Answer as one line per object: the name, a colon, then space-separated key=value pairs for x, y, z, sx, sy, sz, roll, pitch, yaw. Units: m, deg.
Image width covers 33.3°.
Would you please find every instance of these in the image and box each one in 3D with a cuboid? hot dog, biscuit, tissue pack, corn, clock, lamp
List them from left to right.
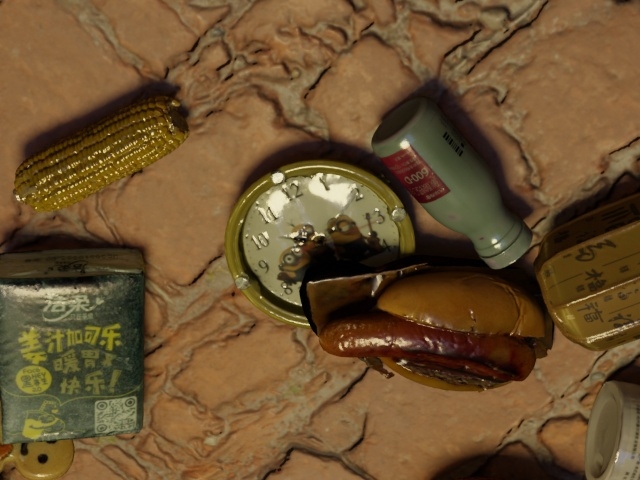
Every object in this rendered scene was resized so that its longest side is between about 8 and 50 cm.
biscuit: x=-0.444 y=0.255 z=1.450 sx=0.234 sy=0.153 sz=0.030 roll=24 pitch=149 yaw=2
tissue pack: x=-0.321 y=0.140 z=1.382 sx=0.185 sy=0.081 sz=0.257 roll=-2 pitch=119 yaw=-15
corn: x=-0.262 y=-0.101 z=1.273 sx=0.238 sy=0.080 sz=0.080 roll=-23 pitch=114 yaw=14
clock: x=0.000 y=0.000 z=1.316 sx=0.237 sy=0.057 sz=0.237 roll=1 pitch=118 yaw=3
hot dog: x=0.143 y=0.122 z=1.298 sx=0.326 sy=0.107 sz=0.194 roll=-5 pitch=124 yaw=-5
lamp: x=0.354 y=0.036 z=1.247 sx=0.185 sy=0.161 sz=0.161 roll=-27 pitch=113 yaw=20

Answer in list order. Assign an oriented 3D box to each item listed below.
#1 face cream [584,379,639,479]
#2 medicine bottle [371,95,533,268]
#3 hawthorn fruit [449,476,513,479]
face cream: x=0.538 y=0.285 z=1.371 sx=0.370 sy=0.145 sz=0.145 roll=12 pitch=119 yaw=-2
medicine bottle: x=0.157 y=-0.063 z=1.245 sx=0.090 sy=0.090 sz=0.216 roll=-35 pitch=111 yaw=22
hawthorn fruit: x=0.261 y=0.444 z=1.424 sx=0.298 sy=0.277 sz=0.277 roll=-20 pitch=116 yaw=-2
